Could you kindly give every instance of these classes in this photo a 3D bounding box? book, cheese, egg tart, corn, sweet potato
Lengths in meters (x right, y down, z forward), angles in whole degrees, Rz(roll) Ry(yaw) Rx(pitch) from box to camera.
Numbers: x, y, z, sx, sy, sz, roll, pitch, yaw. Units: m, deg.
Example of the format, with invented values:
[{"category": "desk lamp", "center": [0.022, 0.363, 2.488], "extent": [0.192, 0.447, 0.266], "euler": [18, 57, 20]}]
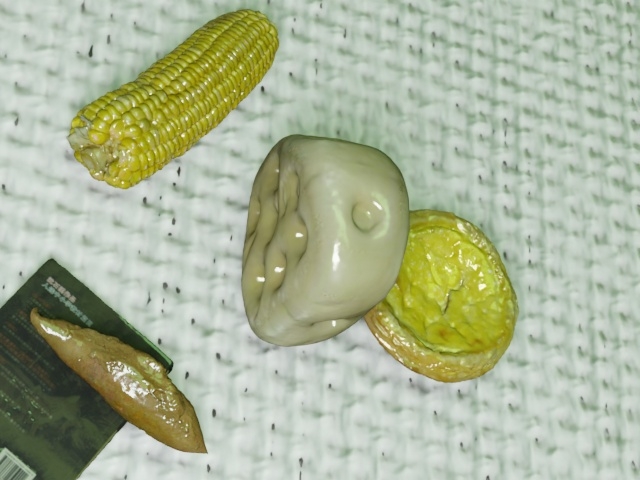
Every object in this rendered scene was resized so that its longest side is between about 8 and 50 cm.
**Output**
[{"category": "book", "center": [-0.256, 0.137, 1.668], "extent": [0.160, 0.024, 0.228], "euler": [41, 52, -2]}, {"category": "cheese", "center": [0.000, 0.000, 1.774], "extent": [0.117, 0.218, 0.235], "euler": [11, 26, -20]}, {"category": "egg tart", "center": [0.111, 0.062, 1.868], "extent": [0.191, 0.074, 0.191], "euler": [12, 59, -21]}, {"category": "corn", "center": [-0.140, -0.149, 1.855], "extent": [0.101, 0.101, 0.291], "euler": [44, 49, 2]}, {"category": "sweet potato", "center": [-0.179, 0.124, 1.665], "extent": [0.206, 0.068, 0.060], "euler": [34, 29, -4]}]
